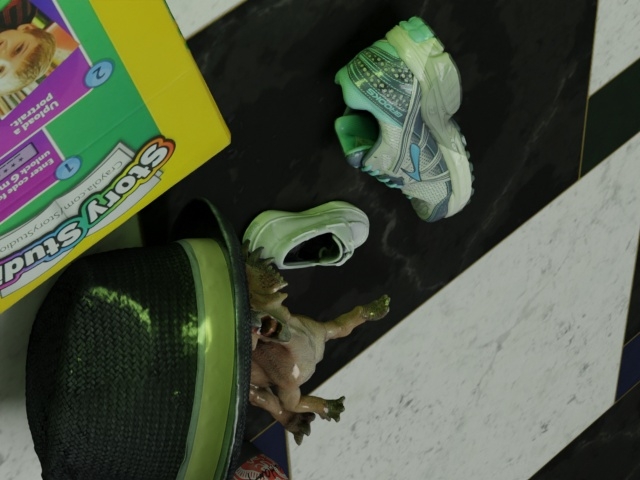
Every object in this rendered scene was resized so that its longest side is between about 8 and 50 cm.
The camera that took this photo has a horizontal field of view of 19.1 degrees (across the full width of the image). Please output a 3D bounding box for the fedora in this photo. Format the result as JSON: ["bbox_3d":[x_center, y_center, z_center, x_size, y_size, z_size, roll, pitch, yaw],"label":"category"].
[{"bbox_3d":[-0.173,0.122,1.682,0.152,0.334,0.334,4,126,-20],"label":"fedora"}]

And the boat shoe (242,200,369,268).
[{"bbox_3d":[0.000,0.000,1.932,0.184,0.063,0.066,4,120,-56],"label":"boat shoe"}]

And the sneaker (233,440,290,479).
[{"bbox_3d":[-0.092,0.371,2.141,0.090,0.145,0.270,-12,133,-50],"label":"sneaker"}]

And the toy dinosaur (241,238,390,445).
[{"bbox_3d":[-0.071,0.099,1.870,0.295,0.200,0.127,-35,-143,51],"label":"toy dinosaur"}]

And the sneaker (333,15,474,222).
[{"bbox_3d":[0.073,-0.107,1.905,0.122,0.110,0.283,-26,144,-8],"label":"sneaker"}]

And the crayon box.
[{"bbox_3d":[-0.251,-0.053,1.044,0.363,0.106,0.313,-37,153,-7],"label":"crayon box"}]
